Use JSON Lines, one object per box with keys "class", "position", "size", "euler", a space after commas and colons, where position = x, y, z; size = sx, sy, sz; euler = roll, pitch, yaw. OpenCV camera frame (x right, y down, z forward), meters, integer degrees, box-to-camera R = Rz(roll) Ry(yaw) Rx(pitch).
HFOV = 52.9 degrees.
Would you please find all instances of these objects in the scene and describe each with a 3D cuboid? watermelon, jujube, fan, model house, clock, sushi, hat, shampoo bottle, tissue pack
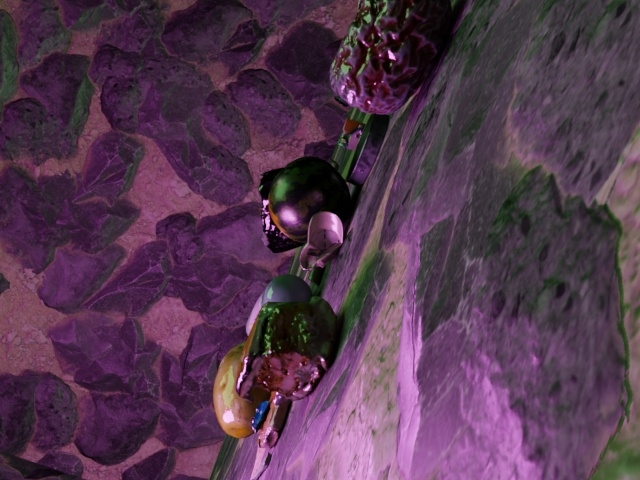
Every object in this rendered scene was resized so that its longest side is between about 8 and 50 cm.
{"class": "watermelon", "position": [-0.034, -0.121, 1.907], "size": [0.269, 0.269, 0.269], "euler": [-159, 90, -85]}
{"class": "jujube", "position": [0.149, -0.424, 1.384], "size": [0.317, 0.226, 0.226], "euler": [-59, 8, 22]}
{"class": "fan", "position": [-0.160, 0.604, 1.675], "size": [0.193, 0.016, 0.038], "euler": [117, 175, -45]}
{"class": "model house", "position": [0.116, -0.382, 2.323], "size": [0.100, 0.088, 0.100], "euler": [-98, 27, -72]}
{"class": "clock", "position": [0.134, -0.265, 1.865], "size": [0.226, 0.049, 0.226], "euler": [-159, 90, -84]}
{"class": "sushi", "position": [-0.074, -0.121, 2.398], "size": [0.328, 0.285, 0.328], "euler": [-67, -23, -80]}
{"class": "hat", "position": [0.000, -0.003, 1.805], "size": [0.081, 0.122, 0.166], "euler": [-104, 12, -67]}
{"class": "shampoo bottle", "position": [-0.121, 0.213, 1.985], "size": [0.222, 0.151, 0.349], "euler": [-37, -8, -24]}
{"class": "tissue pack", "position": [-0.163, 0.467, 1.705], "size": [0.138, 0.028, 0.085], "euler": [129, 160, -71]}

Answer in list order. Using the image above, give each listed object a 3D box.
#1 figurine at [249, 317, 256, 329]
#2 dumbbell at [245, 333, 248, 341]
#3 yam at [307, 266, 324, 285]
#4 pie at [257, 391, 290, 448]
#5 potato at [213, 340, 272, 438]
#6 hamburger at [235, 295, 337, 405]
{"class": "figurine", "position": [-0.142, 0.304, 1.792], "size": [0.208, 0.184, 0.128], "euler": [-42, 12, -31]}
{"class": "dumbbell", "position": [-0.209, 0.353, 2.503], "size": [0.325, 0.143, 0.143], "euler": [-81, 12, -67]}
{"class": "yam", "position": [-0.012, 0.095, 2.004], "size": [0.043, 0.043, 0.094], "euler": [122, 170, -66]}
{"class": "pie", "position": [-0.118, 0.449, 1.678], "size": [0.195, 0.046, 0.195], "euler": [-158, 90, -84]}
{"class": "potato", "position": [-0.215, 0.433, 1.903], "size": [0.304, 0.216, 0.216], "euler": [-70, 4, -45]}
{"class": "hamburger", "position": [-0.070, 0.223, 1.360], "size": [0.288, 0.168, 0.192], "euler": [116, 172, -51]}
